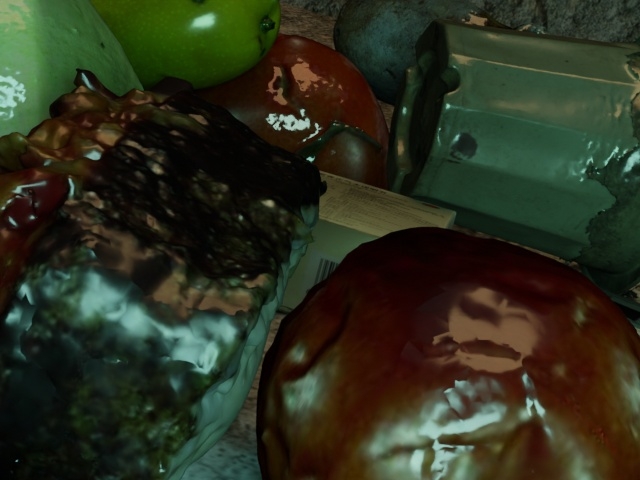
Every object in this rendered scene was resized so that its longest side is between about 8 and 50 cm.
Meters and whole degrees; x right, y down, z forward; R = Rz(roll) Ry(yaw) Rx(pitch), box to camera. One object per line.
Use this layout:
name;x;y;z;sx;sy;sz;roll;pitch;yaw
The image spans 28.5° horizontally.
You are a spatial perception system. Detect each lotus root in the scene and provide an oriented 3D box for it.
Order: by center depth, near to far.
lotus root;0.142;-0.210;1.458;0.158;0.140;0.322;25;1;-42

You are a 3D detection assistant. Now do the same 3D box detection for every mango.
mango;-0.184;-0.235;1.367;0.293;0.143;0.175;-3;36;19

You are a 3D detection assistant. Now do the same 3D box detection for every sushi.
sushi;-0.114;0.033;0.703;0.182;0.196;0.343;23;22;2

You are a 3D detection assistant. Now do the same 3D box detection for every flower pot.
flower pot;0.212;-0.095;1.245;0.259;0.290;0.290;11;17;-13

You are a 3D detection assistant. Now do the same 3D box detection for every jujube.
jujube;0.076;0.094;0.731;0.223;0.223;0.318;12;9;-4

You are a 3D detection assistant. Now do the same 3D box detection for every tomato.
tomato;-0.046;-0.158;1.475;0.309;0.170;0.309;12;17;-4

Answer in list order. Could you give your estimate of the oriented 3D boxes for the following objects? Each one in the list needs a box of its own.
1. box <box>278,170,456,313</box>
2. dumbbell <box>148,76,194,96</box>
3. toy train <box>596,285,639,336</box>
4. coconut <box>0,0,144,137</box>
box;0.000;0.000;1.133;0.212;0.095;0.168;18;19;11
dumbbell;-0.246;-0.121;1.276;0.225;0.124;0.140;14;23;4
toy train;0.277;0.112;1.003;0.409;0.086;0.089;24;21;30
coconut;-0.285;-0.094;0.899;0.328;0.328;0.281;4;48;-27
